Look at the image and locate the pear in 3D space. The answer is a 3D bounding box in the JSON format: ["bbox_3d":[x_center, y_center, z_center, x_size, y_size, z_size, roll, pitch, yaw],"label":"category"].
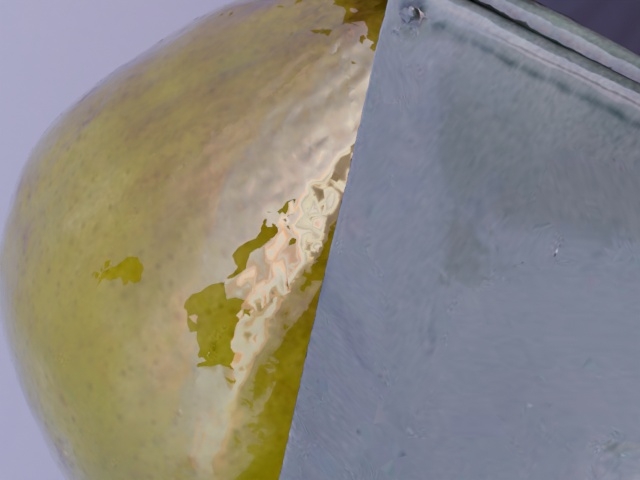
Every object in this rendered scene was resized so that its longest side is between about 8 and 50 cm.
[{"bbox_3d":[0.000,0.000,0.846,0.375,0.287,0.287,-59,7,27],"label":"pear"}]

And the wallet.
[{"bbox_3d":[0.100,0.088,0.514,0.054,0.251,0.290,-33,-35,-47],"label":"wallet"}]
